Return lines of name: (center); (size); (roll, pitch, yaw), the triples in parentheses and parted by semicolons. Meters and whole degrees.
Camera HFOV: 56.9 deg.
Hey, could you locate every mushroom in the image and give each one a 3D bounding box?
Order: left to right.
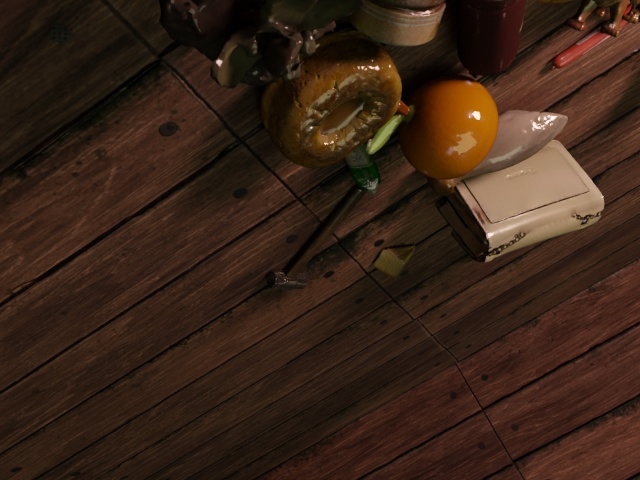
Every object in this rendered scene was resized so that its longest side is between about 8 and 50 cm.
mushroom: (0.411, -0.220, 1.391); (0.350, 0.128, 0.128); (-29, 148, 10)

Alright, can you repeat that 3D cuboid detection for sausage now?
sausage: (0.611, -0.451, 1.288); (0.253, 0.034, 0.034); (-34, 147, 11)

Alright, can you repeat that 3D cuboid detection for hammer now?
hammer: (0.000, 0.000, 1.480); (0.111, 0.043, 0.365); (8, 132, -42)

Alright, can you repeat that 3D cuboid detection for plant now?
plant: (-0.076, -0.305, 0.742); (0.215, 0.312, 0.213); (-45, 147, 21)

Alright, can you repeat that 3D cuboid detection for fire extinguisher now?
fire extinguisher: (0.303, -0.386, 1.042); (0.135, 0.114, 0.337); (-47, 164, 1)

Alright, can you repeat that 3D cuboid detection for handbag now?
handbag: (0.513, -0.095, 1.532); (0.359, 0.236, 0.160); (-17, 144, -16)

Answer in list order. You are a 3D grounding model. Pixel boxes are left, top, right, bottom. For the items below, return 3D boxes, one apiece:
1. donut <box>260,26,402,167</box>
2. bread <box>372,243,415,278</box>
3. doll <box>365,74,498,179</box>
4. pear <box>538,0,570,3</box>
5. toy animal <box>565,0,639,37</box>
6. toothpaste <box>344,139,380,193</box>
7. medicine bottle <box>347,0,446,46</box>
donut: (0.017, -0.249, 1.056); (0.261, 0.128, 0.208); (-42, 144, 19)
bread: (0.221, 0.041, 1.718); (0.109, 0.080, 0.084); (-47, 167, -45)
doll: (0.229, -0.232, 1.182); (0.236, 0.213, 0.213); (11, 133, -25)
pear: (0.399, -0.484, 0.964); (0.178, 0.178, 0.178); (-19, 147, -13)
toy animal: (0.570, -0.479, 1.121); (0.312, 0.097, 0.157); (-33, 152, -40)
toothpaste: (0.086, -0.175, 1.291); (0.078, 0.047, 0.248); (-30, 146, 1)
medicine bottle: (0.140, -0.454, 0.831); (0.151, 0.151, 0.322); (-13, 145, -21)
